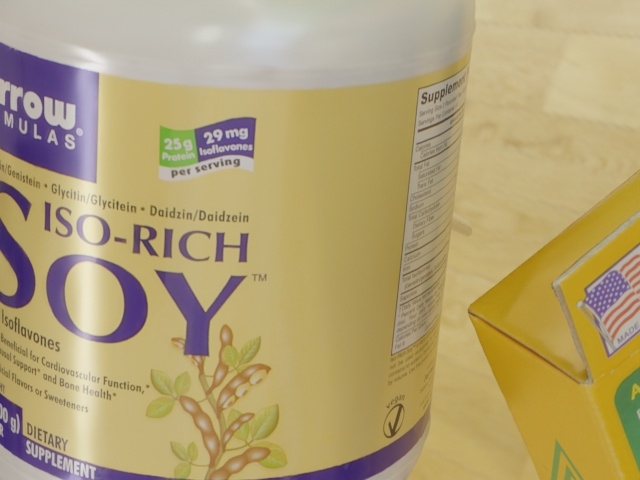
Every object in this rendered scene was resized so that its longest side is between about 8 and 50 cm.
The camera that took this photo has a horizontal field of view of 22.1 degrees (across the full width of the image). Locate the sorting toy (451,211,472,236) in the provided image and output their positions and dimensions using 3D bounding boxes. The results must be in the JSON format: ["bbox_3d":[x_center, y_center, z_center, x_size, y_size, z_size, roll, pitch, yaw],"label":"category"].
[{"bbox_3d":[0.000,0.000,1.209,0.208,0.193,0.038,-6,86,12],"label":"sorting toy"}]

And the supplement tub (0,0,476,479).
[{"bbox_3d":[-0.051,-0.043,0.808,0.241,0.241,0.331,-138,47,-57],"label":"supplement tub"}]

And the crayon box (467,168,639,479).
[{"bbox_3d":[0.194,0.062,0.728,0.203,0.323,0.083,-37,38,-16],"label":"crayon box"}]
